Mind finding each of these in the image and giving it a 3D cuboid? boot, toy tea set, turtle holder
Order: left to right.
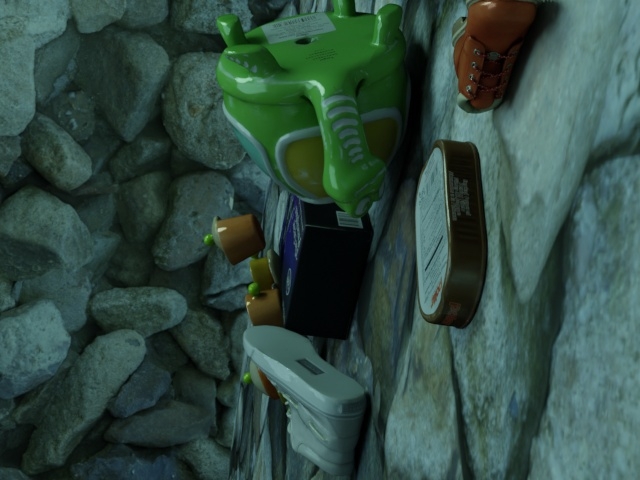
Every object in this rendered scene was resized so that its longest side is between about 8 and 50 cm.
[{"bbox_3d":[-0.107,0.121,1.503,0.200,0.124,0.336,15,-125,-82],"label":"toy tea set"},{"bbox_3d":[-0.033,0.212,1.255,0.258,0.095,0.123,33,121,55],"label":"boot"},{"bbox_3d":[0.017,-0.165,1.158,0.320,0.243,0.228,25,135,45],"label":"turtle holder"},{"bbox_3d":[0.143,-0.154,0.770,0.158,0.059,0.085,97,176,-83],"label":"boot"}]

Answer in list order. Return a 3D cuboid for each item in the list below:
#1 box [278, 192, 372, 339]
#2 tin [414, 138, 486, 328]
[{"bbox_3d":[0.000,0.000,1.425,0.261,0.103,0.184,-98,15,-61],"label":"box"},{"bbox_3d":[0.117,-0.009,0.866,0.106,0.040,0.190,102,171,-54],"label":"tin"}]
